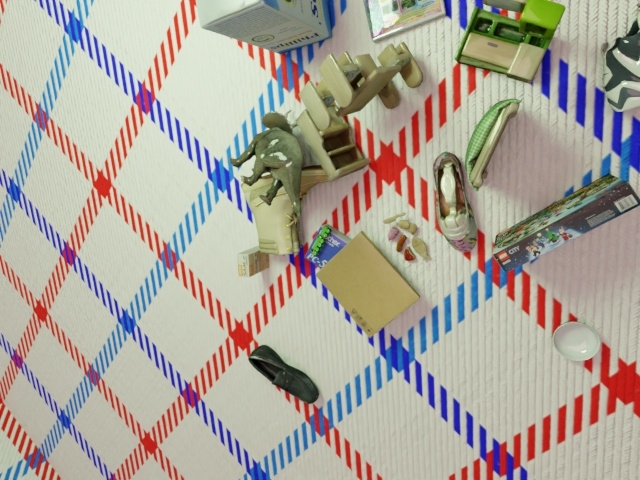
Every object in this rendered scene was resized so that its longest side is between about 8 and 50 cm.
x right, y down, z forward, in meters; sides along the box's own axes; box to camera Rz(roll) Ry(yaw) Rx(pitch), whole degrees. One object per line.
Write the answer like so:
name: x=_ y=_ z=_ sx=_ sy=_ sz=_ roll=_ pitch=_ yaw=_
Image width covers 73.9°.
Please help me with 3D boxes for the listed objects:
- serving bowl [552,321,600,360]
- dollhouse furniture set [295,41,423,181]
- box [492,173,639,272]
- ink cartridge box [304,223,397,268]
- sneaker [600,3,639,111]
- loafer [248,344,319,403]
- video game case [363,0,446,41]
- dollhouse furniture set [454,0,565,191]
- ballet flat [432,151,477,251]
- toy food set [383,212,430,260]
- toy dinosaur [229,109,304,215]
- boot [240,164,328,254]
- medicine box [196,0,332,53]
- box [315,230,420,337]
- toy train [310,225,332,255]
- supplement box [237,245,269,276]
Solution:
serving bowl: x=0.521 y=0.202 z=0.871 sx=0.084 sy=0.027 sz=0.083 roll=6 pitch=105 yaw=23
dollhouse furniture set: x=0.077 y=-0.256 z=0.875 sx=0.160 sy=0.212 sz=0.242 roll=61 pitch=144 yaw=3
box: x=0.436 y=-0.034 z=0.781 sx=0.233 sy=0.159 sz=0.044 roll=-35 pitch=88 yaw=27
ink cartridge box: x=0.071 y=0.054 z=1.036 sx=0.207 sy=0.046 sz=0.097 roll=34 pitch=112 yaw=15
sneaker: x=0.577 y=-0.328 z=0.682 sx=0.235 sy=0.094 sz=0.153 roll=-21 pitch=101 yaw=38
loafer: x=-0.106 y=0.379 z=1.177 sx=0.223 sy=0.078 sz=0.076 roll=35 pitch=114 yaw=14
video game case: x=0.165 y=-0.509 z=0.875 sx=0.157 sy=0.019 sz=0.143 roll=-10 pitch=98 yaw=26
dollhouse furniture set: x=0.286 y=-0.264 z=0.775 sx=0.151 sy=0.198 sz=0.301 roll=25 pitch=111 yaw=16
ballet flat: x=0.276 y=-0.075 z=0.891 sx=0.077 sy=0.079 sz=0.221 roll=-9 pitch=98 yaw=26
toy food set: x=0.196 y=-0.004 z=0.981 sx=0.078 sy=0.019 sz=0.122 roll=-21 pitch=100 yaw=28
toy dinosaur: x=-0.099 y=-0.181 z=0.924 sx=0.160 sy=0.121 sz=0.313 roll=-46 pitch=39 yaw=19
boot: x=-0.065 y=-0.070 z=1.042 sx=0.262 sy=0.095 sz=0.203 roll=-9 pitch=98 yaw=28
medicine box: x=-0.115 y=-0.547 z=0.844 sx=0.149 sy=0.289 sz=0.263 roll=-3 pitch=101 yaw=28
box: x=0.107 y=0.104 z=0.992 sx=0.201 sy=0.021 sz=0.164 roll=49 pitch=115 yaw=9
toy train: x=0.000 y=0.000 z=1.022 sx=0.024 sy=0.017 sz=0.083 roll=40 pitch=114 yaw=23
supplement box: x=-0.176 y=0.054 z=1.122 sx=0.036 sy=0.098 sz=0.062 roll=4 pitch=104 yaw=24
